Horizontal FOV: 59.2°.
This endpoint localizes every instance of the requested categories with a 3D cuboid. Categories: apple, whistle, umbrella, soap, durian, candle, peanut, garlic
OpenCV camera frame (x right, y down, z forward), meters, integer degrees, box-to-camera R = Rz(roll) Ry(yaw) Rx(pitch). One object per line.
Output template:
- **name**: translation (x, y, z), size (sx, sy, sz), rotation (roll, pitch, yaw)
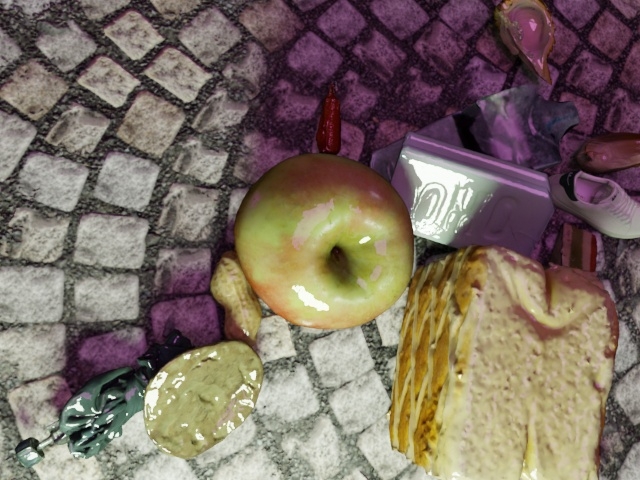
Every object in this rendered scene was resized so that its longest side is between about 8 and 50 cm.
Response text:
- **apple**: translation (0.000, 0.000, 1.024), size (0.319, 0.277, 0.319), rotation (-2, 97, -17)
- **whistle**: translation (0.308, -0.182, 1.142), size (0.405, 0.188, 0.168), rotation (-18, 87, -10)
- **umbrella**: translation (-0.372, 0.300, 1.015), size (0.349, 0.094, 0.143), rotation (-29, 106, -15)
- **soap**: translation (0.271, -0.075, 1.056), size (0.290, 0.095, 0.173), rotation (19, 124, 4)
- **durian**: translation (0.459, -0.445, 1.260), size (0.140, 0.078, 0.224), rotation (-27, 99, -23)
- **candle**: translation (0.019, -0.256, 1.176), size (0.053, 0.048, 0.162), rotation (3, 83, 8)
- **peanut**: translation (-0.163, 0.115, 1.086), size (0.089, 0.089, 0.192), rotation (-13, 85, -11)
- **garlic**: translation (0.632, -0.189, 1.226), size (0.198, 0.128, 0.090), rotation (-5, 100, -13)

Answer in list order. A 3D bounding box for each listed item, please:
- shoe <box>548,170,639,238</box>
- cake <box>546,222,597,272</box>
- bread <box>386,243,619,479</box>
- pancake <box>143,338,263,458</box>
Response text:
- **shoe**: translation (0.624, -0.078, 1.223), size (0.265, 0.110, 0.095), rotation (20, 80, -4)
- **cake**: translation (0.536, 0.062, 1.188), size (0.086, 0.117, 0.220), rotation (25, 81, 1)
- **bread**: translation (0.301, 0.222, 1.004), size (0.279, 0.371, 0.390), rotation (15, 78, -3)
- **pancake**: translation (-0.216, 0.278, 1.023), size (0.242, 0.050, 0.242), rotation (-16, 117, -34)
